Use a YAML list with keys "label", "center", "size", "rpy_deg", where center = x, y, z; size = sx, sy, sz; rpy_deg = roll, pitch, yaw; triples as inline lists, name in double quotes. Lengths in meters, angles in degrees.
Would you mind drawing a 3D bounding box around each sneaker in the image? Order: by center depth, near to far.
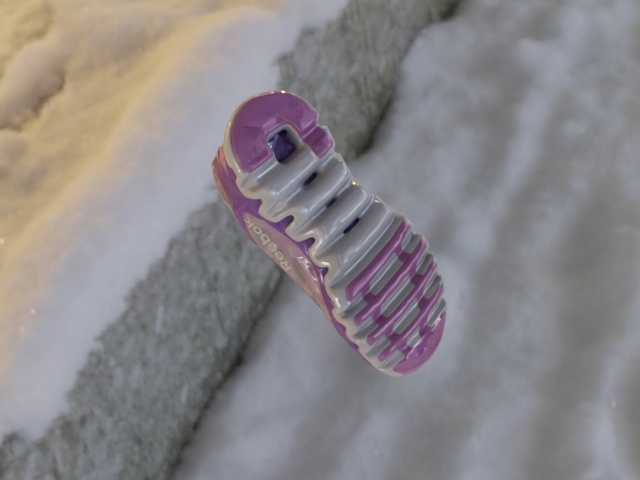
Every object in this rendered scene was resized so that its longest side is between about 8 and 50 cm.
- label: "sneaker"
  center: [0.000, 0.000, 0.956]
  size: [0.095, 0.236, 0.104]
  rpy_deg: [-42, 11, -28]
